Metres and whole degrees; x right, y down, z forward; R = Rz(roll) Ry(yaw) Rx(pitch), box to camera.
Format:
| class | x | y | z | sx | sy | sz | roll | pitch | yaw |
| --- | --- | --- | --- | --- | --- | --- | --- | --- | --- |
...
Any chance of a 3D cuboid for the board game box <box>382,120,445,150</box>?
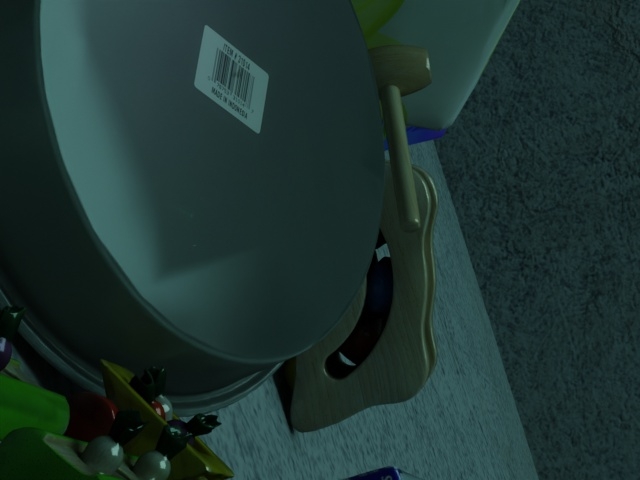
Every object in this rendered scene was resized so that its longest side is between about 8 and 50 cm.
| class | x | y | z | sx | sy | sz | roll | pitch | yaw |
| --- | --- | --- | --- | --- | --- | --- | --- | --- | --- |
| board game box | 0.046 | -0.293 | 1.580 | 0.347 | 0.078 | 0.233 | 63 | -29 | 25 |

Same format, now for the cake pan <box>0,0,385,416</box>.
| class | x | y | z | sx | sy | sz | roll | pitch | yaw |
| --- | --- | --- | --- | --- | --- | --- | --- | --- | --- |
| cake pan | -0.061 | -0.065 | 0.782 | 0.293 | 0.054 | 0.293 | 21 | 64 | -50 |

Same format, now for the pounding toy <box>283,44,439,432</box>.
| class | x | y | z | sx | sy | sz | roll | pitch | yaw |
| --- | --- | --- | --- | --- | --- | --- | --- | --- | --- |
| pounding toy | 0.000 | 0.000 | 1.147 | 0.155 | 0.154 | 0.269 | -19 | 109 | -80 |

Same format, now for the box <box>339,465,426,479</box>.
| class | x | y | z | sx | sy | sz | roll | pitch | yaw |
| --- | --- | --- | --- | --- | --- | --- | --- | --- | --- |
| box | -0.005 | 0.181 | 0.736 | 0.072 | 0.137 | 0.126 | 41 | 32 | -69 |

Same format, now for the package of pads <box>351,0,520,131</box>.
| class | x | y | z | sx | sy | sz | roll | pitch | yaw |
| --- | --- | --- | --- | --- | --- | --- | --- | --- | --- |
| package of pads | 0.047 | -0.227 | 1.157 | 0.101 | 0.229 | 0.296 | -106 | -145 | -47 |

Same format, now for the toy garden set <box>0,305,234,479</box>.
| class | x | y | z | sx | sy | sz | roll | pitch | yaw |
| --- | --- | --- | --- | --- | --- | --- | --- | --- | --- |
| toy garden set | -0.028 | 0.104 | 0.603 | 0.244 | 0.049 | 0.204 | 34 | -3 | 17 |
